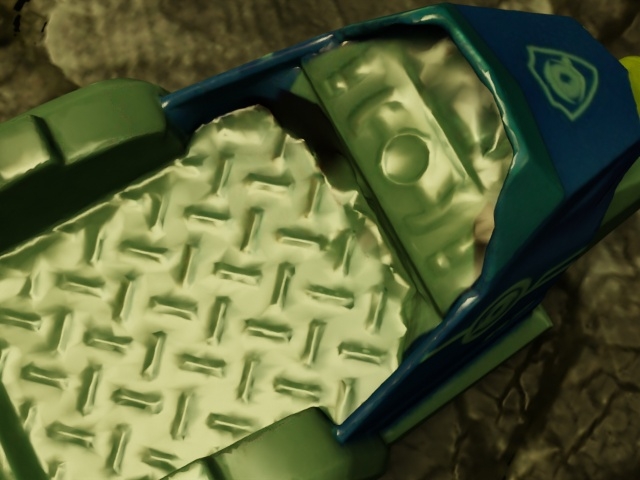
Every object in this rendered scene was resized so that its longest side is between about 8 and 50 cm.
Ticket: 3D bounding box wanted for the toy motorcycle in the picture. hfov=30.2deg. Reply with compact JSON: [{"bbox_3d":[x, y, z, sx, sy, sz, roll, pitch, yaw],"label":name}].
[{"bbox_3d":[0.000,0.000,0.462,0.326,0.200,0.191,-29,77,0],"label":"toy motorcycle"}]
